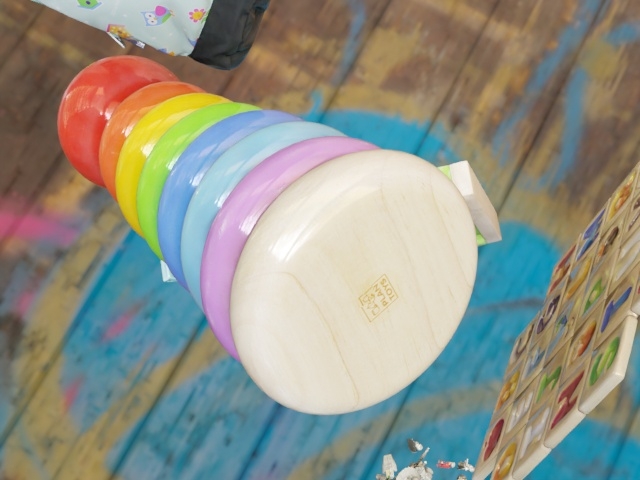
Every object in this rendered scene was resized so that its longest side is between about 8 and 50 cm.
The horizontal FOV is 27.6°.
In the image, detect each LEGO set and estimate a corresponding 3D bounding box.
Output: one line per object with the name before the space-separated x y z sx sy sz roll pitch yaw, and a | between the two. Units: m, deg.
LEGO set | 0.053 0.124 0.643 0.023 0.083 0.054 8 106 45

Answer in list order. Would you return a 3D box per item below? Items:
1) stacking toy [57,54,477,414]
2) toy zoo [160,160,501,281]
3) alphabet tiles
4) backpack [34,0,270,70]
stacking toy | -0.063 -0.034 0.753 0.330 0.141 0.141 35 168 48
toy zoo | 0.000 0.000 1.124 0.293 0.030 0.192 -12 166 11
alphabet tiles | 0.216 0.059 1.072 0.011 0.285 0.342 26 140 -2
backpack | -0.106 -0.186 0.743 0.182 0.115 0.152 23 127 -9
